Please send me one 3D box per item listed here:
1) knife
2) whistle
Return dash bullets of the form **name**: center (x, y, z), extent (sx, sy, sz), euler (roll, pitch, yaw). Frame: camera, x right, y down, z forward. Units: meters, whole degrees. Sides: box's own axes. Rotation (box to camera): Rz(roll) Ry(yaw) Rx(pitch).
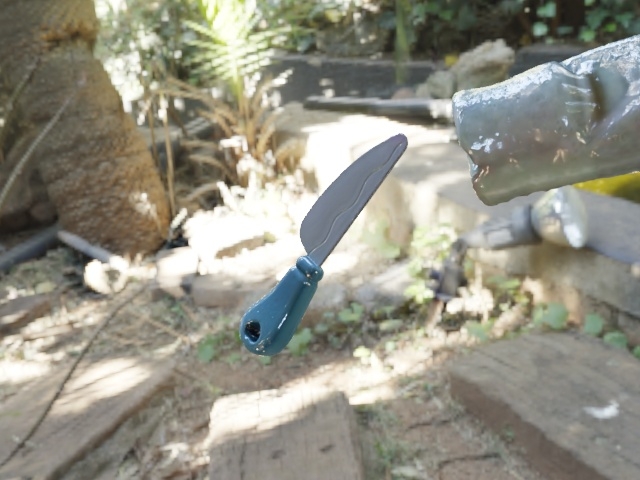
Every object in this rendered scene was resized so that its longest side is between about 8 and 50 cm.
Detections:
- **knife**: center (-0.002, -0.001, 0.810), extent (0.032, 0.244, 0.058), euler (21, 13, -48)
- **whistle**: center (0.233, -0.084, 0.391), extent (0.346, 0.142, 0.133), euler (-15, -11, 17)
